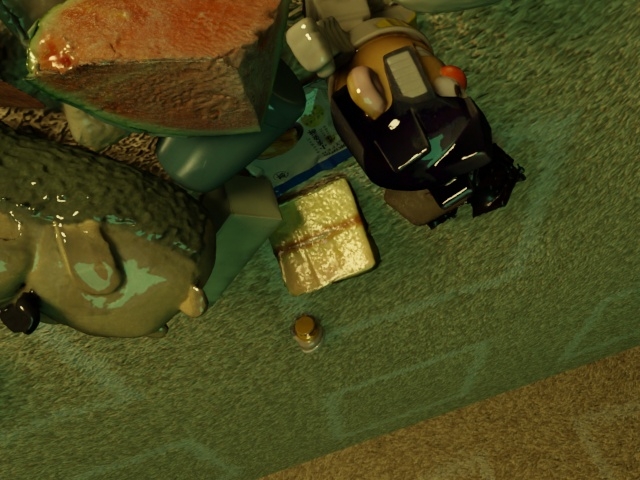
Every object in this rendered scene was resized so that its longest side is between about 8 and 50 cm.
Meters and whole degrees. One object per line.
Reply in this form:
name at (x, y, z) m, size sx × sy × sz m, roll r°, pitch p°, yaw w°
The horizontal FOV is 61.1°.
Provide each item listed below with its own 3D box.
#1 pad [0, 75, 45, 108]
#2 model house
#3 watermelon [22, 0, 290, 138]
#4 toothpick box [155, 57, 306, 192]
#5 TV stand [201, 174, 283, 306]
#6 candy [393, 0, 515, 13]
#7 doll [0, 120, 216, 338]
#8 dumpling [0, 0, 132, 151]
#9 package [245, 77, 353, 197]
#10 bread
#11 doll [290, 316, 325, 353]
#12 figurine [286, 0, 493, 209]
pad at (-0.456, -0.161, 0.506) m, size 0.323 × 0.055 × 0.250 m, roll -10°, pitch 160°, yaw 28°
model house at (0.230, -0.101, 0.933) m, size 0.203 × 0.141 × 0.164 m, roll -23°, pitch 175°, yaw 43°
watermelon at (-0.141, -0.161, 0.518) m, size 0.231 × 0.128 × 0.146 m, roll -7°, pitch 151°, yaw -13°
toothpick box at (-0.117, -0.145, 0.664) m, size 0.120 × 0.120 × 0.184 m, roll 19°, pitch 133°, yaw -44°
TV stand at (-0.169, 0.009, 0.870) m, size 0.088 × 0.082 × 0.269 m, roll 5°, pitch 143°, yaw -36°
candy at (0.131, -0.340, 0.450) m, size 0.295 × 0.185 × 0.295 m, roll -31°, pitch 140°, yaw -30°
doll at (-0.301, -0.003, 0.629) m, size 0.350 × 0.247 × 0.247 m, roll 33°, pitch 121°, yaw -29°
dumpling at (-0.231, -0.241, 0.497) m, size 0.166 × 0.086 × 0.332 m, roll -35°, pitch 148°, yaw -14°
package at (-0.036, -0.142, 0.791) m, size 0.171 × 0.027 × 0.173 m, roll -28°, pitch 143°, yaw 12°
bread at (0.001, 0.002, 1.003) m, size 0.168 × 0.163 × 0.264 m, roll -21°, pitch 178°, yaw -1°
doll at (-0.032, 0.227, 1.286) m, size 0.084 × 0.073 × 0.127 m, roll 7°, pitch 147°, yaw 20°
figurine at (0.080, -0.164, 0.597) m, size 0.309 × 0.308 × 0.143 m, roll 1°, pitch 146°, yaw -28°
